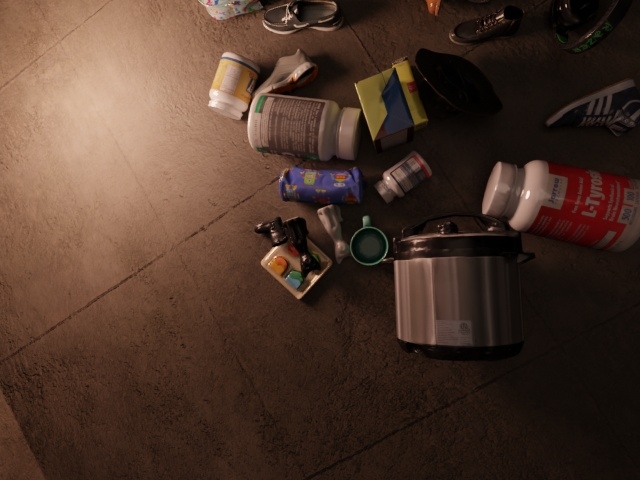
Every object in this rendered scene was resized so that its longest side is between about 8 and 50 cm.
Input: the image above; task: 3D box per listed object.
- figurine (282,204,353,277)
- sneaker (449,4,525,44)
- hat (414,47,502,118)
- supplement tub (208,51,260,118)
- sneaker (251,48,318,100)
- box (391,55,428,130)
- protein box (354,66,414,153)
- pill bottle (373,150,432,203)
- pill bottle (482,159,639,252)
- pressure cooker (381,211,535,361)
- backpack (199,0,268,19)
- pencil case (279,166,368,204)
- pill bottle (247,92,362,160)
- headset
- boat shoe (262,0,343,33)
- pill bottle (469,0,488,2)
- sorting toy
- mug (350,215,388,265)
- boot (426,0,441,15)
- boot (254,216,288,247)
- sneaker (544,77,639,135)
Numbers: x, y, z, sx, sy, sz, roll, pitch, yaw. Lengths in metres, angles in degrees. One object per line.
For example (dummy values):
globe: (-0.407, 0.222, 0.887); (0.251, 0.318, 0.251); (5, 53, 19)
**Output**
figurine: (0.000, 0.000, 1.466); (0.215, 0.092, 0.209); (-20, 91, -6)
sneaker: (0.544, -0.716, 1.368); (0.222, 0.118, 0.083); (-5, 89, 10)
hat: (0.421, -0.476, 1.361); (0.331, 0.331, 0.134); (43, 138, 8)
supplement tub: (-0.316, -0.557, 1.511); (0.144, 0.144, 0.199); (21, 94, 10)
sneaker: (-0.144, -0.593, 1.514); (0.263, 0.099, 0.121); (-30, 77, 1)
box: (0.305, -0.499, 1.427); (0.058, 0.087, 0.232); (-17, 85, 10)
protein box: (0.216, -0.422, 1.383); (0.136, 0.201, 0.199); (-18, 86, 10)
pill bottle: (0.276, -0.211, 1.419); (0.180, 0.108, 0.108); (-37, 83, 8)
pill bottle: (0.728, -0.116, 1.274); (0.408, 0.229, 0.228); (14, 92, 10)
pressure cooker: (0.409, 0.122, 1.247); (0.370, 0.375, 0.420); (-1, 86, -18)
backpack: (-0.336, -0.939, 1.504); (0.254, 0.191, 0.225); (-13, 88, 15)
pencil case: (0.010, -0.196, 1.460); (0.306, 0.119, 0.133); (3, 77, 11)
pill bottle: (-0.047, -0.384, 1.430); (0.361, 0.204, 0.204); (10, 91, 11)
headset: (0.852, -0.754, 1.274); (0.185, 0.243, 0.394); (15, 74, -14)
boat shoe: (-0.071, -0.817, 1.495); (0.303, 0.091, 0.114); (0, 89, 10)
pill bottle: (0.544, -0.904, 1.374); (0.112, 0.112, 0.186); (17, 92, 10)
sorting toy: (-0.090, 0.081, 1.517); (0.208, 0.038, 0.193); (43, 97, 8)
mug: (0.177, 0.008, 1.440); (0.130, 0.097, 0.157); (27, 94, 10)
boot: (0.302, -0.885, 1.411); (0.220, 0.109, 0.283); (-2, 83, 4)
boot: (-0.178, -0.022, 1.518); (0.121, 0.045, 0.099); (-23, 71, 13)
sneaker: (0.876, -0.385, 1.316); (0.282, 0.099, 0.153); (-23, 84, 6)
